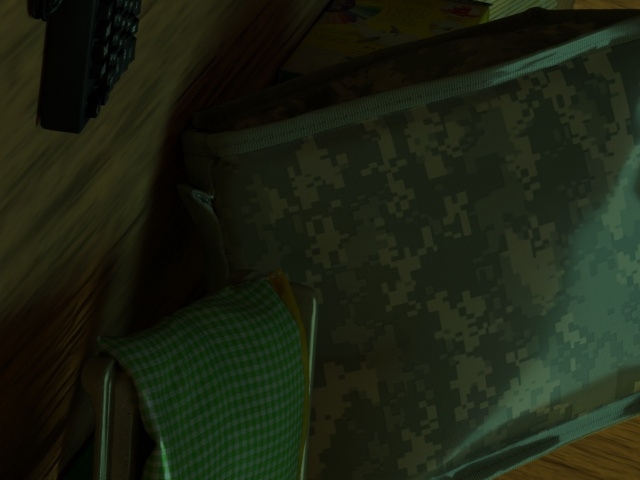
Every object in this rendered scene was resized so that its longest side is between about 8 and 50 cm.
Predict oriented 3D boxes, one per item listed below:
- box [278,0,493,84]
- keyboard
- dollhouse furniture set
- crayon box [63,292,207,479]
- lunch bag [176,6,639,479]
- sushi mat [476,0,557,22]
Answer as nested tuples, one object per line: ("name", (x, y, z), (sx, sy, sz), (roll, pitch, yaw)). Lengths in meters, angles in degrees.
("box", (0.047, -0.124, 1.247), (0.179, 0.105, 0.043), (-58, 157, -53))
("keyboard", (-0.085, -0.128, 0.749), (0.108, 0.023, 0.180), (-58, 162, -54))
("dollhouse furniture set", (-0.011, 0.178, 0.901), (0.197, 0.151, 0.301), (-33, 130, -67))
("crayon box", (-0.077, 0.149, 1.137), (0.278, 0.081, 0.165), (-55, 161, -59))
("lunch bag", (0.061, 0.011, 1.075), (0.169, 0.287, 0.235), (13, -62, 61))
("sushi mat", (0.114, -0.188, 1.474), (0.316, 0.019, 0.151), (-35, 147, -43))
